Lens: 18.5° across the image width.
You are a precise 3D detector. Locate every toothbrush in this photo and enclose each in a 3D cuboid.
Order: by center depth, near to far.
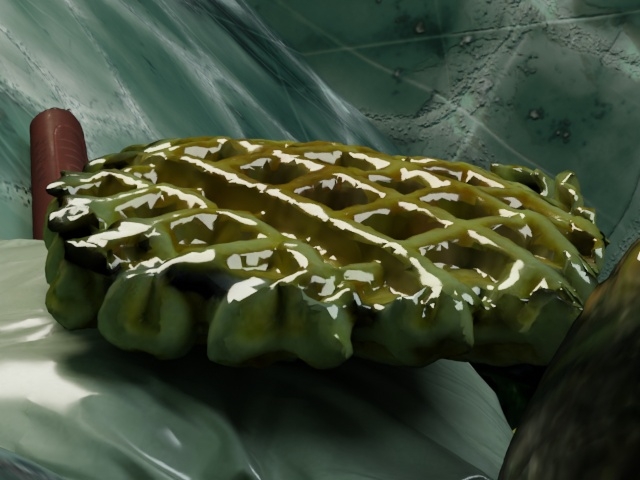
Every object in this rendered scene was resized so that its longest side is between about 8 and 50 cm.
[{"bbox_3d":[-0.147,0.000,1.138,0.041,0.041,0.364,43,11,-23],"label":"toothbrush"}]

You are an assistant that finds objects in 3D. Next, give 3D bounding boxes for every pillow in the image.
[{"bbox_3d":[-0.061,0.087,0.728,0.283,0.138,0.310,7,17,-9],"label":"pillow"}]

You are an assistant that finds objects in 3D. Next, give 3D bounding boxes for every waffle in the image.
[{"bbox_3d":[0.000,0.000,0.710,0.208,0.054,0.214,6,17,4],"label":"waffle"}]

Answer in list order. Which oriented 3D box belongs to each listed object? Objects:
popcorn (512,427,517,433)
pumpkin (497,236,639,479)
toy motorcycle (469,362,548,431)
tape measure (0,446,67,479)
[{"bbox_3d":[0.101,0.200,0.874,0.224,0.258,0.270,52,52,-3],"label":"popcorn"},{"bbox_3d":[0.238,0.154,0.529,0.454,0.454,0.344,42,-31,-27],"label":"pumpkin"},{"bbox_3d":[0.048,0.065,1.098,0.237,0.169,0.410,36,-16,-38],"label":"toy motorcycle"},{"bbox_3d":[-0.079,0.181,0.451,0.275,0.147,0.256,54,13,15],"label":"tape measure"}]
